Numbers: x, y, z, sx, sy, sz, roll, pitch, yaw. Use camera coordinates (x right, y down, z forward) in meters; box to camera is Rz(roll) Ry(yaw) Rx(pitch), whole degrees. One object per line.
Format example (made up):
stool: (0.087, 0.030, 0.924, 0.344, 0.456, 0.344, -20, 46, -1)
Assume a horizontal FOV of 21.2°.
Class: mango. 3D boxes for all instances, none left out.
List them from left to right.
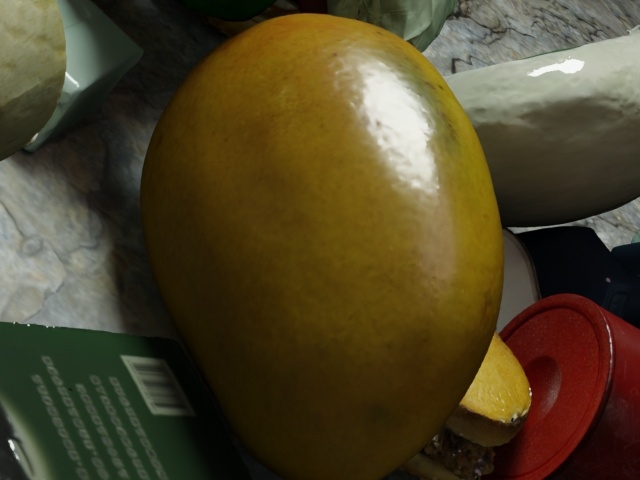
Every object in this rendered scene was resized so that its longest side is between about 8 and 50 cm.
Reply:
mango: (0.000, 0.000, 1.397, 0.232, 0.300, 0.446, 52, 19, -45)

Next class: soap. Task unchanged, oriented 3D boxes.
soap: (-0.300, -0.214, 1.513, 0.265, 0.087, 0.160, 43, 25, -1)

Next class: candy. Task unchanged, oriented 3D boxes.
candy: (0.225, -0.110, 1.791, 0.427, 0.386, 0.186, 10, 70, -69)

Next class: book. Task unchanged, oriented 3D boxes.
book: (-0.182, 0.159, 1.184, 0.371, 0.043, 0.260, 11, 39, -50)

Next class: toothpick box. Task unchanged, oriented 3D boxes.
toothpick box: (0.321, 0.209, 1.632, 0.333, 0.204, 0.204, 29, 30, -26)

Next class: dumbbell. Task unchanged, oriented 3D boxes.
dumbbell: (0.326, 0.064, 1.919, 0.325, 0.144, 0.160, 3, 48, -52)

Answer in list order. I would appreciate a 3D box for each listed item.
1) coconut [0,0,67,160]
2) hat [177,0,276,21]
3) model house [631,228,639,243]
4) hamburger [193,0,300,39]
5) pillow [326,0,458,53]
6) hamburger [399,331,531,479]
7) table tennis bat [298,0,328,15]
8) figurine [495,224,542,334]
coconut: (-0.313, -0.138, 1.205, 0.259, 0.259, 0.259, 33, 28, -20)
hat: (-0.137, -0.351, 1.565, 0.285, 0.285, 0.400, 19, 3, -41)
model house: (0.548, 0.045, 2.197, 0.215, 0.198, 0.224, 11, 42, -53)
hamburger: (-0.053, -0.354, 1.896, 0.291, 0.225, 0.291, 26, 48, -33)
pillow: (0.072, -0.296, 1.663, 0.138, 0.283, 0.310, 6, 20, 11)
hamburger: (0.097, 0.135, 1.522, 0.182, 0.118, 0.191, 6, 41, -47)
table tennis bat: (-0.022, -0.359, 1.673, 0.200, 0.038, 0.310, -69, 151, -77)
figurine: (0.116, 0.061, 1.708, 0.250, 0.166, 0.141, 60, -19, -22)
